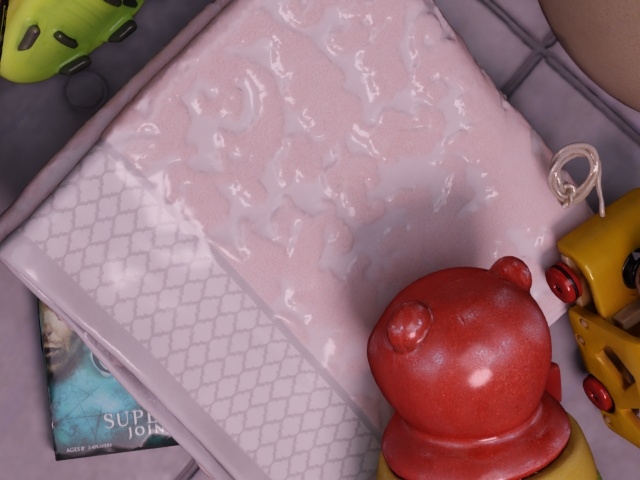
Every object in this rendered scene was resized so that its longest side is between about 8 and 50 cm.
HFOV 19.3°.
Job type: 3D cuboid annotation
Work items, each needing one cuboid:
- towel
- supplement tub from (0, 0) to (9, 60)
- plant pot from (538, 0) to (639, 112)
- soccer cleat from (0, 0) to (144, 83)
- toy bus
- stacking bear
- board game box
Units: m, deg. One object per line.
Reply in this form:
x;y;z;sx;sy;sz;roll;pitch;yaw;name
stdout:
0.000;0.000;1.210;0.317;0.053;0.332;-45;119;-7;towel
-0.295;-0.097;1.116;0.207;0.207;0.338;8;95;-11;supplement tub
0.294;-0.207;1.215;0.284;0.191;0.284;-1;97;-9;plant pot
-0.137;-0.235;1.199;0.121;0.093;0.289;38;103;29;soccer cleat
0.229;0.053;1.251;0.202;0.104;0.191;11;104;-36;toy bus
0.101;0.151;1.193;0.175;0.164;0.289;-21;116;-21;stacking bear
-0.092;0.074;1.266;0.186;0.026;0.126;-7;99;-9;board game box
